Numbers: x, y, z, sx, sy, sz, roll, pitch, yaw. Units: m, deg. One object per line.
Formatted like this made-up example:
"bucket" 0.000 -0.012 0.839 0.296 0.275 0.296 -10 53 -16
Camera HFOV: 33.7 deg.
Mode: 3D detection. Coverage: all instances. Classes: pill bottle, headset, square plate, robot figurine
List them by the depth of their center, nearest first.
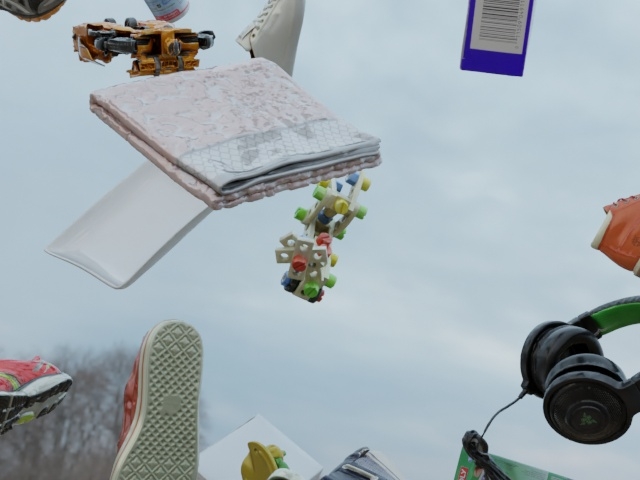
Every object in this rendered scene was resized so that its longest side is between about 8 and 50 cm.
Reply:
"headset" 0.402 0.239 1.639 0.394 0.185 0.243 -31 19 5
"robot figurine" -0.307 -0.333 1.814 0.211 0.085 0.291 -10 20 -30
"square plate" -0.380 -0.041 2.252 0.347 0.344 0.049 20 -34 48
"pill bottle" -0.362 -0.565 2.346 0.087 0.087 0.160 -2 -43 32

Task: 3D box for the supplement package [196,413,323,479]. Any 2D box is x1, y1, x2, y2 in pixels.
"supplement package" -0.162 0.539 2.322 0.204 0.145 0.262 36 33 20

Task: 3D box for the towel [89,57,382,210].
"towel" -0.120 -0.172 1.565 0.332 0.053 0.317 -18 44 -40

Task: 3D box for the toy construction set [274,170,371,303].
"toy construction set" 0.000 0.000 2.194 0.151 0.327 0.215 35 -55 -3

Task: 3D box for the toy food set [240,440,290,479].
"toy food set" -0.078 0.474 1.974 0.071 0.217 0.128 -10 -8 -36

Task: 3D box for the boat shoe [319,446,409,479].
"boat shoe" 0.126 0.454 1.555 0.341 0.127 0.158 36 26 27

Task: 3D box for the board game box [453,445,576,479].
"board game box" 0.349 0.506 1.889 0.317 0.213 0.046 24 -12 -34

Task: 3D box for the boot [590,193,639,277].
"boot" 0.381 -0.041 1.244 0.085 0.157 0.059 28 -7 20

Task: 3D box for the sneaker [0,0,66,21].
"sneaker" -0.432 -0.357 1.456 0.215 0.084 0.083 7 -19 26

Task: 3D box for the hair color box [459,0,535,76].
"hair color box" 0.304 -0.399 1.740 0.110 0.185 0.339 10 23 11

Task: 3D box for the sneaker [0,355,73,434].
"sneaker" -0.548 0.259 1.789 0.118 0.107 0.279 36 17 19

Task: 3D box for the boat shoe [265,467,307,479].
"boat shoe" -0.097 0.498 1.728 0.109 0.091 0.305 28 -52 10

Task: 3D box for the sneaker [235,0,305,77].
"sneaker" -0.103 -0.439 2.145 0.123 0.290 0.106 7 13 -14

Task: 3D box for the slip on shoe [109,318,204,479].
"slip on shoe" -0.238 0.277 1.517 0.123 0.331 0.101 11 -9 -23
